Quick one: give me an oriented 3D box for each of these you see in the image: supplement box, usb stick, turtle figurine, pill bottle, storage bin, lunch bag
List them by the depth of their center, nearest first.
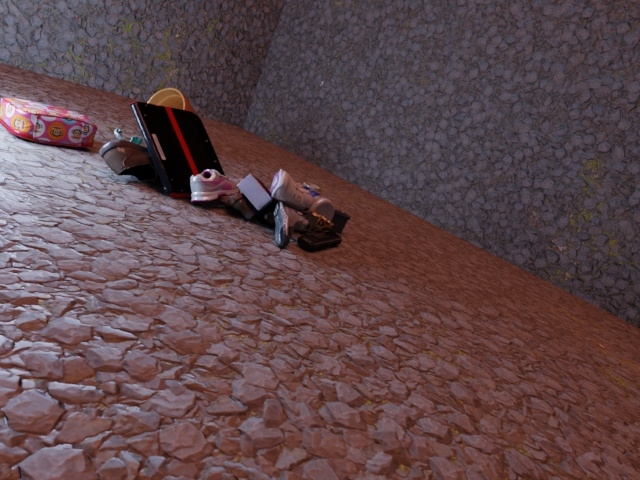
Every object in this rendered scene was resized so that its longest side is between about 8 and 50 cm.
[{"bbox_3d":[-1.025,-0.449,1.735,0.258,0.120,0.293,32,18,33],"label":"lunch bag"},{"bbox_3d":[0.000,0.000,1.797,0.077,0.045,0.278,33,18,20],"label":"usb stick"},{"bbox_3d":[-0.239,-0.180,1.835,0.130,0.073,0.239,50,2,1],"label":"supplement box"},{"bbox_3d":[-0.747,-0.374,1.878,0.175,0.118,0.234,14,3,-38],"label":"turtle figurine"},{"bbox_3d":[-0.078,-0.160,2.025,0.153,0.153,0.265,5,23,-49],"label":"pill bottle"},{"bbox_3d":[0.054,-0.095,2.105,0.135,0.091,0.098,13,18,-33],"label":"storage bin"}]

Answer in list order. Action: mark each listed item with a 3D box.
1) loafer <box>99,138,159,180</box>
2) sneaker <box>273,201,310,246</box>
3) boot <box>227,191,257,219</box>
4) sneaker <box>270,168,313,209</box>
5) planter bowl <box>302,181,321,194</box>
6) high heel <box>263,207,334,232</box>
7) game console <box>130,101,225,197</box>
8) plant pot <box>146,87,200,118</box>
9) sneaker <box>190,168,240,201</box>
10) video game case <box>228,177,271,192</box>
[{"bbox_3d":[-0.641,-0.268,1.717,0.366,0.134,0.130,-4,66,-61],"label":"loafer"},{"bbox_3d":[-0.095,-0.052,1.687,0.132,0.086,0.228,17,36,-22],"label":"sneaker"},{"bbox_3d":[-0.297,-0.126,1.808,0.106,0.082,0.219,49,3,-3],"label":"boot"},{"bbox_3d":[-0.101,-0.189,1.774,0.152,0.114,0.305,17,-4,7],"label":"sneaker"},{"bbox_3d":[-0.060,-0.237,2.397,0.162,0.109,0.162,20,16,-6],"label":"planter bowl"},{"bbox_3d":[-0.088,-0.074,1.811,0.262,0.093,0.186,11,7,16],"label":"high heel"},{"bbox_3d":[-0.533,-0.342,1.790,0.342,0.060,0.386,-15,79,-60],"label":"game console"},{"bbox_3d":[-0.774,-0.633,2.472,0.291,0.290,0.203,31,2,29],"label":"plant pot"},{"bbox_3d":[-0.390,-0.217,1.744,0.103,0.111,0.252,-3,13,27],"label":"sneaker"},{"bbox_3d":[-0.316,-0.244,2.215,0.227,0.026,0.206,29,17,21],"label":"video game case"}]
